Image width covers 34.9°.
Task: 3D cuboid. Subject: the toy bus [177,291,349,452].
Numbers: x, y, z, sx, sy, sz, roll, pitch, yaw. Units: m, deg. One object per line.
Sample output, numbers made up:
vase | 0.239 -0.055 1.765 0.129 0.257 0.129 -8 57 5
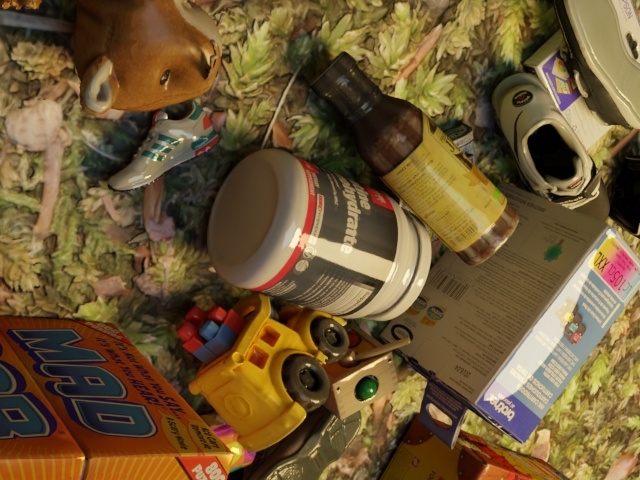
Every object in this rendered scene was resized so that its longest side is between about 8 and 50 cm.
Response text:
toy bus | -0.091 0.151 1.434 0.211 0.149 0.220 42 40 -11

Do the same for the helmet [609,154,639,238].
helmet | 0.597 -0.069 1.780 0.169 0.161 0.169 -13 117 -28

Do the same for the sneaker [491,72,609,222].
sneaker | 0.379 -0.103 1.618 0.122 0.146 0.330 -33 126 14

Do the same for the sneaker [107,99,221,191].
sneaker | -0.211 -0.123 1.304 0.161 0.057 0.075 -30 107 -17

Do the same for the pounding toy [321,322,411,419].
pounding toy | 0.054 0.188 1.549 0.130 0.141 0.100 -26 122 -22

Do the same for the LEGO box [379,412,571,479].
LEGO box | 0.223 0.602 1.807 0.372 0.193 0.500 26 94 -38

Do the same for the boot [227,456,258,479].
boot | -0.123 0.450 1.586 0.176 0.088 0.244 2 101 -34

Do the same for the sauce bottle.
sauce bottle | 0.128 -0.117 1.414 0.344 0.111 0.111 45 82 -11

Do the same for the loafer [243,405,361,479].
loafer | -0.047 0.337 1.544 0.267 0.084 0.096 -40 124 -32

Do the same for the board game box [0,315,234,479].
board game box | -0.376 0.318 1.184 0.356 0.356 0.356 7 106 -36

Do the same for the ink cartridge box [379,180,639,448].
ink cartridge box | 0.276 0.127 1.586 0.395 0.270 0.151 -51 123 -4

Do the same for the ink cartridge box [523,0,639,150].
ink cartridge box | 0.448 -0.274 1.667 0.208 0.045 0.206 -41 126 -10

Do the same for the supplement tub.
supplement tub | 0.000 0.000 1.400 0.272 0.191 0.191 19 99 -37

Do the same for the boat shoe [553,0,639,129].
boat shoe | 0.418 -0.278 1.561 0.302 0.091 0.114 52 60 -32

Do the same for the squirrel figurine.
squirrel figurine | -0.239 -0.331 1.098 0.397 0.281 0.370 8 117 -21

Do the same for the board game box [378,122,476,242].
board game box | 0.164 -0.098 1.549 0.194 0.060 0.194 -24 122 -23

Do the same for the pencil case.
pencil case | -0.206 0.303 1.457 0.236 0.104 0.104 -13 116 -29
